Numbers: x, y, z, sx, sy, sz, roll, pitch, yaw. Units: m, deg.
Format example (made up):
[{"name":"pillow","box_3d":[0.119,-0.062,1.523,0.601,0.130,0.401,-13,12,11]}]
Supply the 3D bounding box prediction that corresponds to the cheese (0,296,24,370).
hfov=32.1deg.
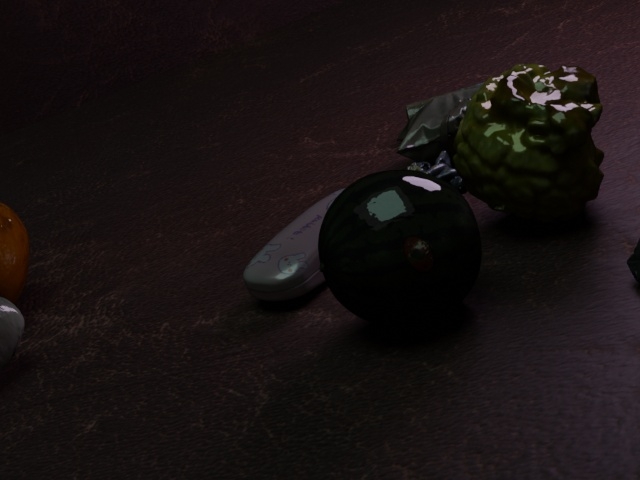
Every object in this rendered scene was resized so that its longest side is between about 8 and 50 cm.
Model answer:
[{"name":"cheese","box_3d":[-0.565,0.158,1.673,0.198,0.154,0.189,-6,7,36]}]

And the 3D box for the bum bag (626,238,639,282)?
[{"name":"bum bag","box_3d":[0.472,0.004,1.353,0.198,0.049,0.087,-11,30,17]}]

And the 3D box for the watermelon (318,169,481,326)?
[{"name":"watermelon","box_3d":[0.100,0.009,1.430,0.212,0.212,0.212,-16,24,7]}]

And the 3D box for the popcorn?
[{"name":"popcorn","box_3d":[0.309,-0.144,1.572,0.251,0.206,0.237,136,154,-65]}]

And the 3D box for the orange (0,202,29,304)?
[{"name":"orange","box_3d":[-0.624,0.030,1.876,0.261,0.261,0.261,-16,24,7]}]

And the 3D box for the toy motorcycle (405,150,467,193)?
[{"name":"toy motorcycle","box_3d":[0.177,-0.081,1.749,0.124,0.061,0.193,-16,29,22]}]

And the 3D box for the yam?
[{"name":"yam","box_3d":[0.241,-0.240,2.045,0.169,0.068,0.068,-15,24,9]}]

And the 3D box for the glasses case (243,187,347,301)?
[{"name":"glasses case","box_3d":[0.000,0.000,1.688,0.113,0.075,0.297,3,33,39]}]

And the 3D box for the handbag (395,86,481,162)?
[{"name":"handbag","box_3d":[0.256,-0.196,1.873,0.270,0.117,0.182,-15,10,9]}]
